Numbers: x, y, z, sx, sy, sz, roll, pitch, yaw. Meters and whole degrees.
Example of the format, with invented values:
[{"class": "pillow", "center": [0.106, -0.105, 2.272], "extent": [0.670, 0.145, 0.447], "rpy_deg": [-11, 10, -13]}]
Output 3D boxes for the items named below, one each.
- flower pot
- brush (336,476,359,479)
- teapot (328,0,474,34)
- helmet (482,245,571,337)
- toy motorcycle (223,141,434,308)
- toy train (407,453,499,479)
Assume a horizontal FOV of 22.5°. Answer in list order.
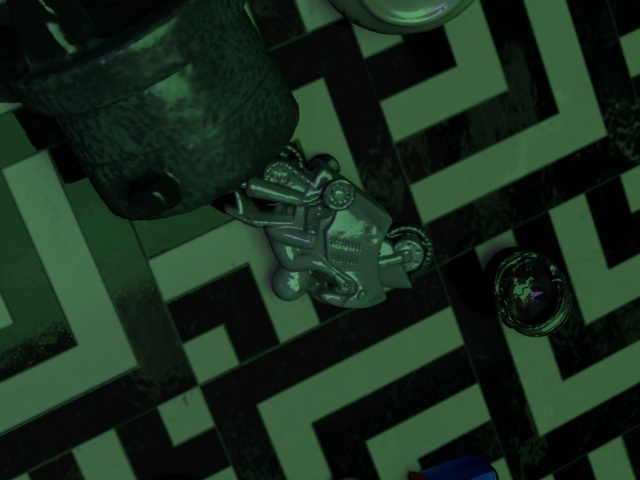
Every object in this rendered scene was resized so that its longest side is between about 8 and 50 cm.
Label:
[{"class": "flower pot", "center": [-0.201, -0.187, 1.674], "extent": [0.299, 0.299, 0.283], "rpy_deg": [-34, 119, -13]}, {"class": "brush", "center": [0.054, 0.404, 2.008], "extent": [0.103, 0.047, 0.233], "rpy_deg": [-20, 106, -18]}, {"class": "teapot", "center": [0.080, -0.346, 1.828], "extent": [0.300, 0.166, 0.208], "rpy_deg": [27, 130, -18]}, {"class": "helmet", "center": [0.251, 0.058, 2.009], "extent": [0.098, 0.070, 0.123], "rpy_deg": [-41, 119, -4]}, {"class": "toy motorcycle", "center": [0.000, 0.000, 1.883], "extent": [0.260, 0.110, 0.171], "rpy_deg": [32, 99, -19]}, {"class": "toy train", "center": [0.173, 0.384, 2.034], "extent": [0.131, 0.083, 0.204], "rpy_deg": [-18, 107, -20]}]
